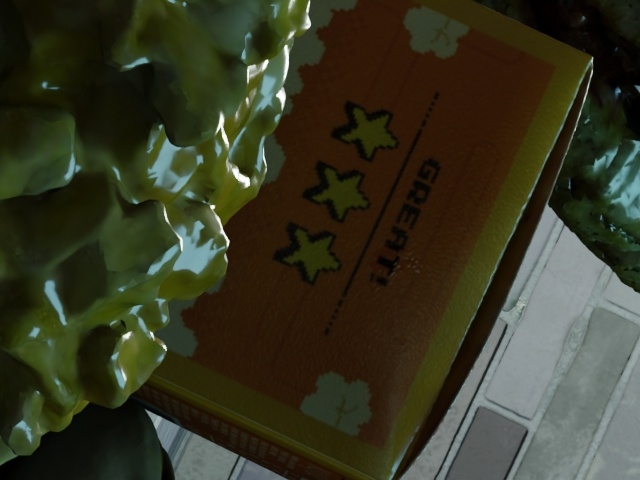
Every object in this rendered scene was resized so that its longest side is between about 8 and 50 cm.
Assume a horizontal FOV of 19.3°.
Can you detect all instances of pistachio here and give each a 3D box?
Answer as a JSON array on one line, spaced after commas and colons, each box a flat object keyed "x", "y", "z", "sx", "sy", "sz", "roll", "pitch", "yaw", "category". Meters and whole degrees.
[{"x": -0.137, "y": 0.155, "z": 1.067, "sx": 0.113, "sy": 0.113, "sz": 0.149, "roll": 114, "pitch": -1, "yaw": -47, "category": "pistachio"}]

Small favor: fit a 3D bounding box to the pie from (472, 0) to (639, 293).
[{"x": 0.182, "y": -0.161, "z": 1.390, "sx": 0.180, "sy": 0.395, "sz": 0.418, "roll": -39, "pitch": -130, "yaw": 13, "category": "pie"}]

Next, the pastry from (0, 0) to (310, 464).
[{"x": -0.049, "y": -0.054, "z": 0.396, "sx": 0.250, "sy": 0.102, "sz": 0.154, "roll": -67, "pitch": -169, "yaw": -15, "category": "pastry"}]

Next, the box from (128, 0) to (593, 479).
[{"x": 0.000, "y": 0.000, "z": 1.095, "sx": 0.260, "sy": 0.213, "sz": 0.283, "roll": -62, "pitch": 179, "yaw": -9, "category": "box"}]
